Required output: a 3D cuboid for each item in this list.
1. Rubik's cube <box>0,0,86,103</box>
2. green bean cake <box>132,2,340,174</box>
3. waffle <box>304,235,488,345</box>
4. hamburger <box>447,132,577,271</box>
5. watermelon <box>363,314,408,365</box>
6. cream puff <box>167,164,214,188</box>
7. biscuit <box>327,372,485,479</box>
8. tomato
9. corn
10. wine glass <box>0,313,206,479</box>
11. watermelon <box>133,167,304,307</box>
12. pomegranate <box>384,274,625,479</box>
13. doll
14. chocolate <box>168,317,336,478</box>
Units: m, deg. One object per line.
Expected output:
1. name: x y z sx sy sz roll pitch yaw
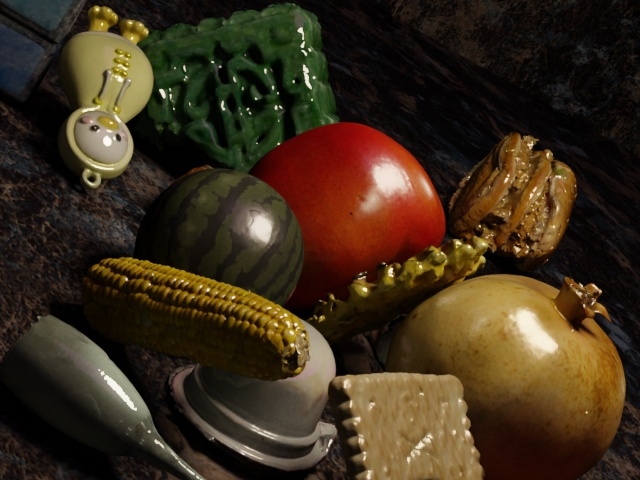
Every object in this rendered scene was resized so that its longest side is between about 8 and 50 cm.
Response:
1. Rubik's cube: -0.477 -0.464 1.983 0.362 0.363 0.359 28 25 -18
2. green bean cake: -0.127 -0.188 2.086 0.169 0.300 0.308 -31 109 -81
3. waffle: 0.098 0.068 1.809 0.060 0.280 0.262 65 9 15
4. hamburger: 0.375 -0.076 2.636 0.211 0.245 0.260 29 -4 -3
5. watermelon: 0.108 0.088 2.028 0.094 0.154 0.241 17 13 -39
6. cream puff: -0.170 -0.051 1.939 0.116 0.094 0.122 14 52 -38
7. biscuit: 0.116 0.298 1.496 0.217 0.044 0.325 4 63 -44
8. tomato: 0.015 -0.037 1.880 0.298 0.298 0.226 -5 71 -60
9. corn: -0.139 0.083 1.507 0.313 0.102 0.102 10 4 34
10. wine glass: -0.150 0.174 1.444 0.309 0.096 0.264 37 26 7
11. watermelon: -0.125 0.018 1.681 0.212 0.212 0.212 30 21 -13
12. pomegranate: 0.241 0.174 1.745 0.319 0.319 0.319 30 21 -13
13. doll: -0.302 -0.196 1.921 0.141 0.117 0.296 24 45 -31
14. chocolate: -0.050 0.162 1.576 0.221 0.147 0.221 34 18 -13
